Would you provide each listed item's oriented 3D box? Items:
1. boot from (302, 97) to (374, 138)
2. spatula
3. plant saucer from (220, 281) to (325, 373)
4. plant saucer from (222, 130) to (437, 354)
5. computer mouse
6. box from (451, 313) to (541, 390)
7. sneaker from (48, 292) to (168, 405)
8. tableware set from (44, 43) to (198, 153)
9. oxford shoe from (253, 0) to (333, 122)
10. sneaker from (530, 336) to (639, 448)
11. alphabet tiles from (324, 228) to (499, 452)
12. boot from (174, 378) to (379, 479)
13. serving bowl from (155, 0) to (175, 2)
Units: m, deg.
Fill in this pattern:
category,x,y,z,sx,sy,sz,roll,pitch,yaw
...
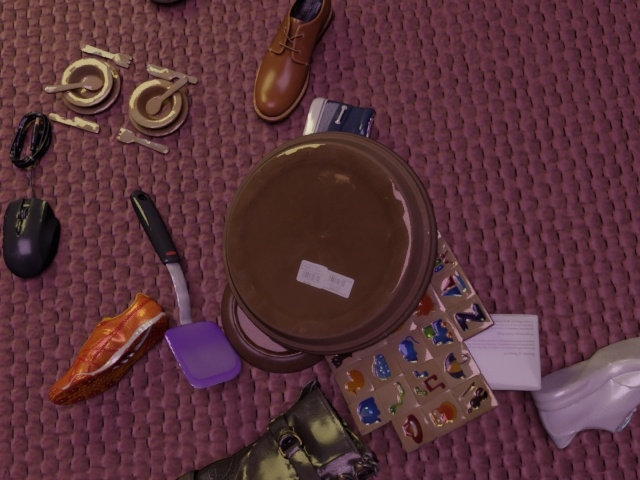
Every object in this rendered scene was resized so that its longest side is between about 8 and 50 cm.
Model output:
category,x,y,z,sx,sy,sz,roll,pitch,yaw
boot,0.014,-0.101,0.849,0.086,0.069,0.189,11,77,11
spatula,-0.187,0.054,0.830,0.084,0.030,0.296,-7,63,-44
plant saucer,-0.049,0.087,0.831,0.169,0.029,0.168,-1,77,3
plant saucer,0.000,0.000,0.771,0.278,0.041,0.277,-2,84,19
computer mouse,-0.401,-0.068,0.876,0.071,0.041,0.241,-7,76,2
box,0.203,0.137,0.770,0.102,0.101,0.087,0,77,5
sneaker,-0.274,0.141,0.819,0.175,0.064,0.067,-41,63,-14
tableware set,-0.282,-0.209,0.904,0.194,0.039,0.128,18,78,7
oxford shoe,-0.043,-0.268,0.890,0.076,0.076,0.212,19,80,5
sneaker,0.364,0.184,0.776,0.212,0.080,0.094,-20,95,-3
alphabet tiles,0.097,0.112,0.748,0.198,0.009,0.237,-33,68,14
boot,-0.033,0.305,0.718,0.229,0.091,0.263,-30,52,-4
serving bowl,-0.228,-0.387,0.949,0.083,0.027,0.083,-1,77,3
